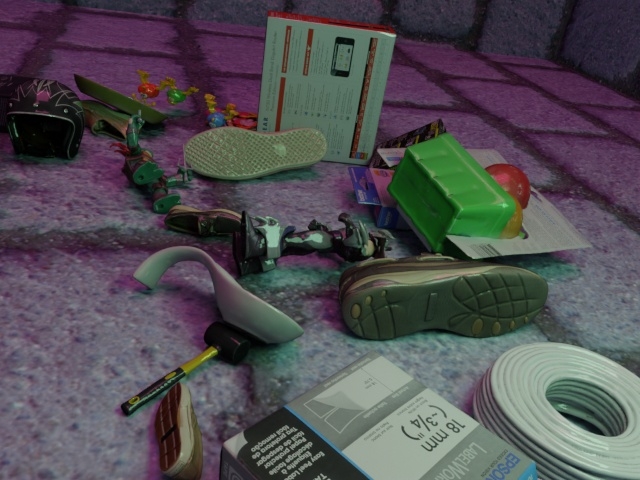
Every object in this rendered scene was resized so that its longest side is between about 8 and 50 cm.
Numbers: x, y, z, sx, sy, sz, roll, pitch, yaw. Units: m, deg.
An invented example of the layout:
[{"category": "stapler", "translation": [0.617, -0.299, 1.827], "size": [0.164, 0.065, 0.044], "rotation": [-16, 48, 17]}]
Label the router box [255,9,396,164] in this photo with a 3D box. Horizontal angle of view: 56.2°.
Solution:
[{"category": "router box", "translation": [0.002, -0.366, 1.467], "size": [0.301, 0.335, 0.082], "rotation": [6, 30, -8]}]

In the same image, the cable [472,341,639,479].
[{"category": "cable", "translation": [0.323, 0.230, 0.762], "size": [0.257, 0.089, 0.257], "rotation": [1, 30, -16]}]

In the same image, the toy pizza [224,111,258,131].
[{"category": "toy pizza", "translation": [-0.164, -0.321, 1.647], "size": [0.201, 0.032, 0.201], "rotation": [8, 29, -4]}]

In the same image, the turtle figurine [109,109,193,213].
[{"category": "turtle figurine", "translation": [-0.343, -0.154, 1.219], "size": [0.175, 0.118, 0.234], "rotation": [41, 11, -36]}]

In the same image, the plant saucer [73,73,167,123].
[{"category": "plant saucer", "translation": [-0.500, -0.344, 1.492], "size": [0.241, 0.037, 0.241], "rotation": [24, 4, -2]}]

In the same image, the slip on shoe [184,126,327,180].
[{"category": "slip on shoe", "translation": [-0.151, -0.201, 1.381], "size": [0.331, 0.123, 0.101], "rotation": [-9, 2, -22]}]

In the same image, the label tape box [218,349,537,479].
[{"category": "label tape box", "translation": [0.096, 0.277, 0.593], "size": [0.333, 0.106, 0.240], "rotation": [31, 36, 33]}]

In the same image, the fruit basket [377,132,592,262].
[{"category": "fruit basket", "translation": [0.321, -0.078, 1.192], "size": [0.353, 0.165, 0.327], "rotation": [0, 43, -37]}]

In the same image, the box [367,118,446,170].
[{"category": "box", "translation": [0.213, -0.219, 1.468], "size": [0.184, 0.045, 0.191], "rotation": [-18, 23, 22]}]

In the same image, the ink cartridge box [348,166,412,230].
[{"category": "ink cartridge box", "translation": [0.216, -0.087, 1.320], "size": [0.311, 0.065, 0.186], "rotation": [7, 31, -10]}]

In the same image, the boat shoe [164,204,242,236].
[{"category": "boat shoe", "translation": [-0.212, -0.028, 1.097], "size": [0.152, 0.056, 0.049], "rotation": [5, 33, 11]}]

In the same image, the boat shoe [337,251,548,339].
[{"category": "boat shoe", "translation": [0.196, 0.070, 0.967], "size": [0.355, 0.132, 0.130], "rotation": [2, 30, -17]}]

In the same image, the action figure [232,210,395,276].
[{"category": "action figure", "translation": [0.000, 0.000, 1.021], "size": [0.285, 0.099, 0.185], "rotation": [-3, -9, -22]}]

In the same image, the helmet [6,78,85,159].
[{"category": "helmet", "translation": [-0.585, -0.264, 1.279], "size": [0.169, 0.162, 0.169], "rotation": [8, 29, -4]}]

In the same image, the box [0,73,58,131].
[{"category": "box", "translation": [-0.719, -0.323, 1.413], "size": [0.158, 0.093, 0.156], "rotation": [5, 29, -7]}]

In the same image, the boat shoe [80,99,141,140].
[{"category": "boat shoe", "translation": [-0.531, -0.287, 1.446], "size": [0.190, 0.068, 0.072], "rotation": [18, 46, 16]}]

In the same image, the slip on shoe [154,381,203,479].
[{"category": "slip on shoe", "translation": [-0.158, 0.218, 0.687], "size": [0.041, 0.051, 0.135], "rotation": [42, 6, -28]}]

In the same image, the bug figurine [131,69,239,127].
[{"category": "bug figurine", "translation": [-0.343, -0.359, 1.577], "size": [0.279, 0.072, 0.216], "rotation": [24, 16, 1]}]

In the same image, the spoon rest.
[{"category": "spoon rest", "translation": [-0.143, 0.073, 0.875], "size": [0.276, 0.137, 0.084], "rotation": [20, 74, 22]}]

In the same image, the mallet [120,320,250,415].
[{"category": "mallet", "translation": [-0.182, 0.163, 0.784], "size": [0.189, 0.039, 0.062], "rotation": [-24, 43, -39]}]
